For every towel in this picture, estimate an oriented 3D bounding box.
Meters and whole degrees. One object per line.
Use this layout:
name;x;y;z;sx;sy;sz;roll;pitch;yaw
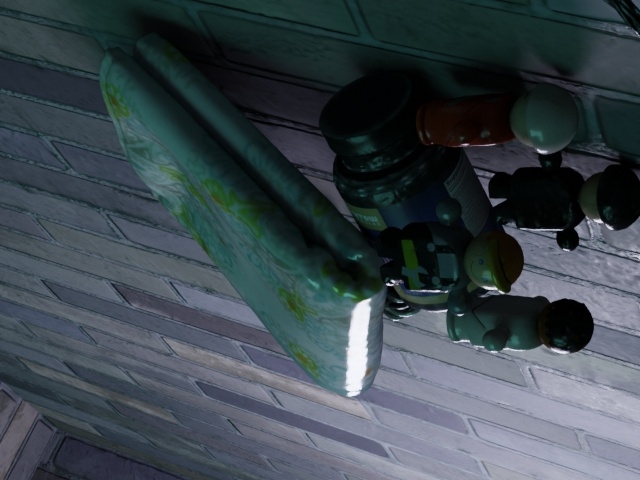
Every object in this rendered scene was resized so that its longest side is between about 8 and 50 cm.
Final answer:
towel;-0.075;-0.018;1.589;0.374;0.090;0.320;45;168;16

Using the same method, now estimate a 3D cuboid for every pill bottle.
pill bottle;0.086;-0.046;1.439;0.123;0.123;0.219;7;140;42

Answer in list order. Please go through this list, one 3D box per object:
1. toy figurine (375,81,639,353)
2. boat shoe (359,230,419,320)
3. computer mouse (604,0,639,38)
toy figurine;0.169;-0.013;1.326;0.148;0.209;0.213;2;150;37
boat shoe;0.085;0.032;1.689;0.113;0.105;0.306;26;160;0
computer mouse;0.268;-0.140;1.143;0.242;0.041;0.071;42;-169;-29
